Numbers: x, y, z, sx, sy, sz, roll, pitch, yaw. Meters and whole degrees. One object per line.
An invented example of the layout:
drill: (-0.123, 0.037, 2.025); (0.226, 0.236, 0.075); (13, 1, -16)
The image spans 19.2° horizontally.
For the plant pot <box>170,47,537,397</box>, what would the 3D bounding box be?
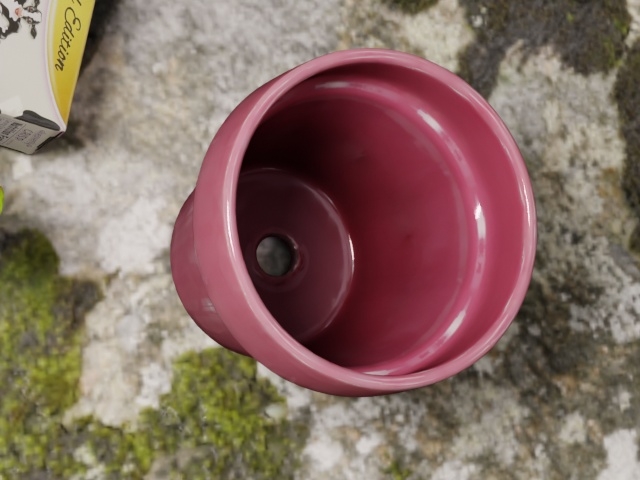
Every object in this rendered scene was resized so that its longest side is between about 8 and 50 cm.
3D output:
plant pot: (0.000, 0.000, 1.143); (0.201, 0.180, 0.201); (5, 79, -25)

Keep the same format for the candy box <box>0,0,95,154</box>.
candy box: (-0.250, -0.161, 1.112); (0.233, 0.071, 0.159); (16, 74, -23)

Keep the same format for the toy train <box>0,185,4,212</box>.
toy train: (-0.231, -0.034, 1.004); (0.143, 0.248, 0.105); (28, 70, -24)
